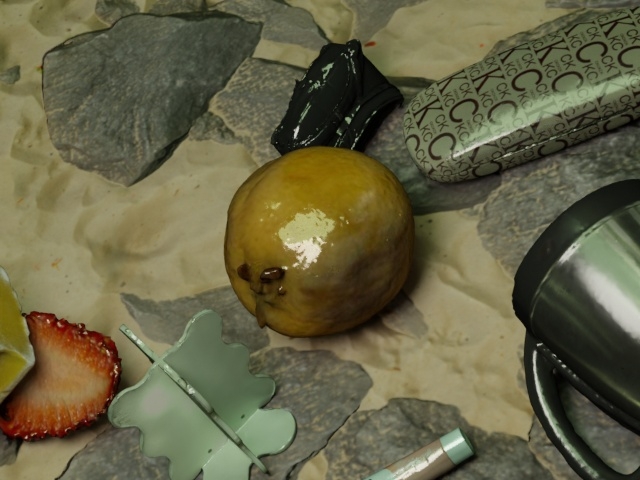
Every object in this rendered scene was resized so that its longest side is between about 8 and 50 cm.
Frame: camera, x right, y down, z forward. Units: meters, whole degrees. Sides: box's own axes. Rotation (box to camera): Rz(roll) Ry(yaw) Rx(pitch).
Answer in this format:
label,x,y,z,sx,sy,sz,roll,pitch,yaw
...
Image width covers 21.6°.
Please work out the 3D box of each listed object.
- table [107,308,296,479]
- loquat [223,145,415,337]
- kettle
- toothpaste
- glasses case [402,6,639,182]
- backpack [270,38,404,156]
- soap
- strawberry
label,x,y,z,sx,sy,sz,roll,pitch,yaw
table,-0.141,0.177,1.863,0.166,0.198,0.166,-13,52,18
loquat,0.000,0.000,1.931,0.238,0.193,0.238,1,47,-1
kettle,0.334,0.109,1.690,0.251,0.207,0.271,-35,57,-10
toothpaste,0.071,0.267,1.808,0.205,0.036,0.056,-31,48,8
glasses case,0.268,-0.173,1.992,0.355,0.085,0.137,-21,52,12
backpack,0.011,-0.159,2.092,0.165,0.120,0.106,-50,30,-14
soap,-0.463,0.168,2.031,0.274,0.089,0.173,-47,44,24
strawberry,-0.308,0.177,2.021,0.208,0.087,0.167,19,93,33
